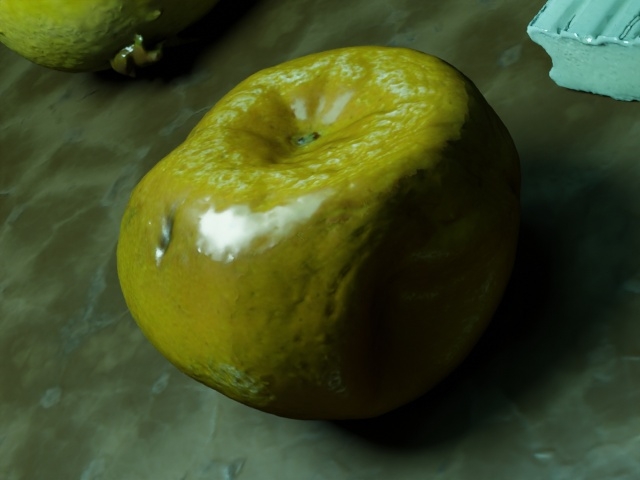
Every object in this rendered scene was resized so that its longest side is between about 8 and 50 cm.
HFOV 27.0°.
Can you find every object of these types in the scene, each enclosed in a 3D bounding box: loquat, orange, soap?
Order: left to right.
[{"bbox_3d":[-0.203,-0.275,1.208,0.274,0.275,0.275,-23,39,19],"label":"loquat"},{"bbox_3d":[0.000,0.000,0.804,0.248,0.183,0.249,-12,31,7],"label":"orange"},{"bbox_3d":[0.241,-0.184,0.897,0.114,0.063,0.198,19,64,47],"label":"soap"}]
